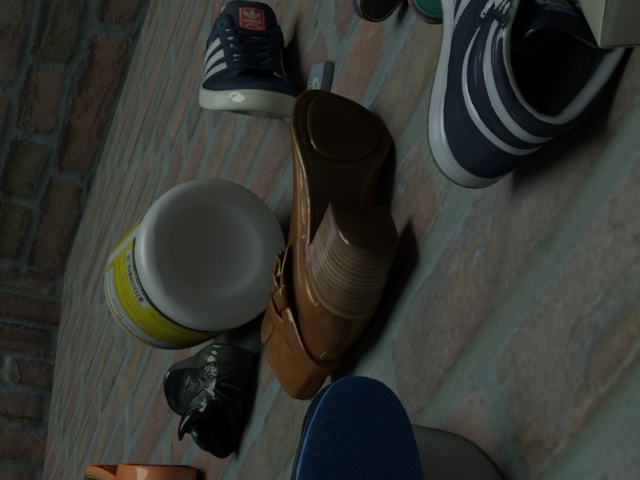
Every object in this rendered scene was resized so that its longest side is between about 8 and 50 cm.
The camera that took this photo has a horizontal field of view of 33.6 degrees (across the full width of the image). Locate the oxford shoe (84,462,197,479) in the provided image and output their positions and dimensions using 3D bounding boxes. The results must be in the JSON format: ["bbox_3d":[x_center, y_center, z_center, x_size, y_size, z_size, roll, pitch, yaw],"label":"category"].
[{"bbox_3d":[-0.282,0.401,1.577,0.363,0.129,0.133,150,124,-66],"label":"oxford shoe"}]

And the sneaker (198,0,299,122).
[{"bbox_3d":[-0.099,-0.252,1.450,0.350,0.131,0.148,-135,55,-69],"label":"sneaker"}]

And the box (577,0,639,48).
[{"bbox_3d":[0.182,-0.237,0.637,0.275,0.094,0.113,-97,4,-47],"label":"box"}]

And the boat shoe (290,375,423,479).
[{"bbox_3d":[0.006,0.216,0.666,0.089,0.109,0.258,131,149,-59],"label":"boat shoe"}]

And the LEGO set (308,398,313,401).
[{"bbox_3d":[-0.016,0.132,1.126,0.083,0.023,0.054,-100,29,-49],"label":"LEGO set"}]

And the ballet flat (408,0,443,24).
[{"bbox_3d":[0.133,-0.295,0.914,0.079,0.076,0.222,-71,1,-66],"label":"ballet flat"}]

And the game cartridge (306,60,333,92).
[{"bbox_3d":[-0.005,-0.180,1.311,0.056,0.017,0.083,-169,91,-68],"label":"game cartridge"}]

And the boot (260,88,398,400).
[{"bbox_3d":[0.000,0.000,1.078,0.284,0.109,0.220,-107,30,-43],"label":"boot"}]

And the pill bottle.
[{"bbox_3d":[-0.181,0.045,1.410,0.334,0.187,0.188,151,129,-66],"label":"pill bottle"}]

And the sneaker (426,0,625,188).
[{"bbox_3d":[0.141,-0.188,0.754,0.153,0.099,0.282,150,123,-72],"label":"sneaker"}]

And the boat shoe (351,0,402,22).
[{"bbox_3d":[0.082,-0.290,1.049,0.066,0.066,0.183,-104,32,-50],"label":"boat shoe"}]

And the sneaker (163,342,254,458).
[{"bbox_3d":[-0.159,0.223,1.387,0.227,0.087,0.130,-35,39,56],"label":"sneaker"}]

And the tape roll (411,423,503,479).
[{"bbox_3d":[0.033,0.325,0.780,0.392,0.072,0.392,-166,90,-72],"label":"tape roll"}]
